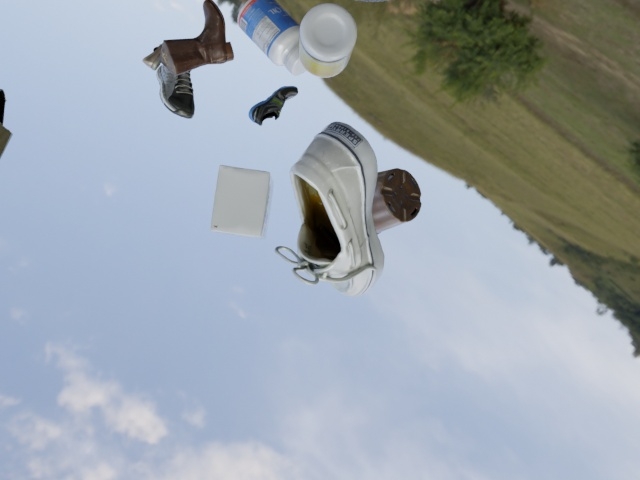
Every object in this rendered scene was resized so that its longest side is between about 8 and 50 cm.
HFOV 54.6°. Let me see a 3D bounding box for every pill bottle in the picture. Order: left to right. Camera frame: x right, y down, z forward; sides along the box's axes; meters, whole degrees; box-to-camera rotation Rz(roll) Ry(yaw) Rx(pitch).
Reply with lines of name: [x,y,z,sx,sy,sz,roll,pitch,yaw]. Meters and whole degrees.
pill bottle: [-0.114,-0.559,1.698,0.221,0.124,0.124,48,-153,11]
pill bottle: [0.010,-0.368,1.172,0.103,0.103,0.184,36,179,-3]

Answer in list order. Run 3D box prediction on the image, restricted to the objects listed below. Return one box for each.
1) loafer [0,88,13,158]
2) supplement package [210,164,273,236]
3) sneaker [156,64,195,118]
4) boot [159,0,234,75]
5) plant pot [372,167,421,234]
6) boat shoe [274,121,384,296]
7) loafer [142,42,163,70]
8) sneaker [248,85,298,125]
loafer: [-0.652,-0.203,1.201,0.088,0.094,0.251,-10,-108,-5]
supplement package: [-0.228,-0.108,1.847,0.150,0.194,0.203,8,178,-1]
sneaker: [-0.362,-0.428,1.610,0.086,0.132,0.228,8,-140,-41]
boot: [-0.200,-0.313,0.950,0.114,0.037,0.106,-23,-87,-28]
plant pot: [0.136,-0.089,1.450,0.167,0.165,0.166,7,-102,-37]
boat shoe: [0.007,0.004,0.936,0.136,0.367,0.156,35,-116,24]
loafer: [-0.417,-0.483,1.594,0.039,0.045,0.125,27,-137,-11]
sneaker: [-0.147,-0.440,2.036,0.078,0.188,0.067,49,167,12]
